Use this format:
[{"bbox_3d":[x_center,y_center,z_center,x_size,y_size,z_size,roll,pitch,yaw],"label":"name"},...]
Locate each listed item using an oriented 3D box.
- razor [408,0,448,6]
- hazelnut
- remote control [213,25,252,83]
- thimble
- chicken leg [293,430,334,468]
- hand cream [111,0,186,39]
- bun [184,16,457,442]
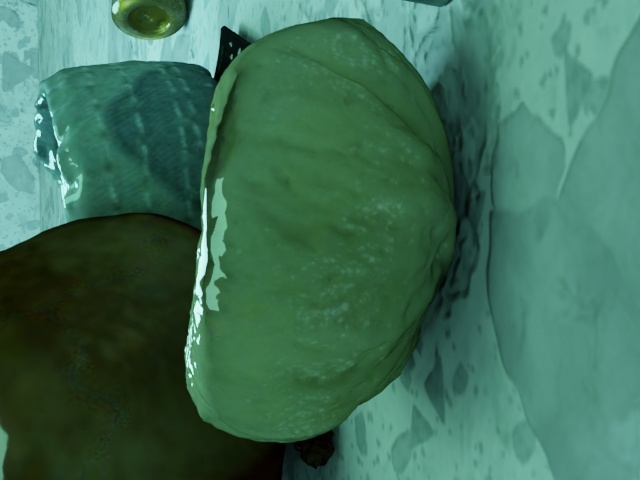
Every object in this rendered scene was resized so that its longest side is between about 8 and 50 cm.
[{"bbox_3d":[0.024,-0.248,0.702,0.068,0.106,0.232,119,154,-55],"label":"razor"},{"bbox_3d":[-0.178,0.158,0.952,0.366,0.365,0.366,179,90,-71],"label":"hazelnut"},{"bbox_3d":[-0.055,-0.137,1.005,0.245,0.025,0.063,-133,46,-63],"label":"remote control"},{"bbox_3d":[-0.182,-0.068,1.118,0.250,0.171,0.205,-173,75,-75],"label":"thimble"},{"bbox_3d":[-0.005,0.153,0.885,0.083,0.021,0.036,110,142,-56],"label":"chicken leg"},{"bbox_3d":[-0.196,-0.328,1.338,0.084,0.083,0.203,118,153,-54],"label":"hand cream"},{"bbox_3d":[0.000,0.000,0.673,0.244,0.153,0.244,-173,90,-89],"label":"bun"}]
